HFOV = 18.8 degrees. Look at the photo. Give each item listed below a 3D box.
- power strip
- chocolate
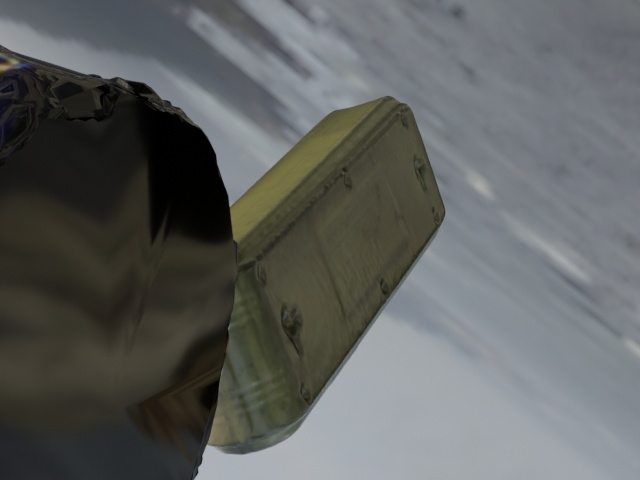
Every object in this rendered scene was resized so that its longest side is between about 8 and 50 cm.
[{"bbox_3d":[0.000,0.000,1.010,0.387,0.066,0.092,-47,-59,-67],"label":"power strip"},{"bbox_3d":[-0.192,-0.019,0.491,0.343,0.126,0.148,17,170,25],"label":"chocolate"}]
